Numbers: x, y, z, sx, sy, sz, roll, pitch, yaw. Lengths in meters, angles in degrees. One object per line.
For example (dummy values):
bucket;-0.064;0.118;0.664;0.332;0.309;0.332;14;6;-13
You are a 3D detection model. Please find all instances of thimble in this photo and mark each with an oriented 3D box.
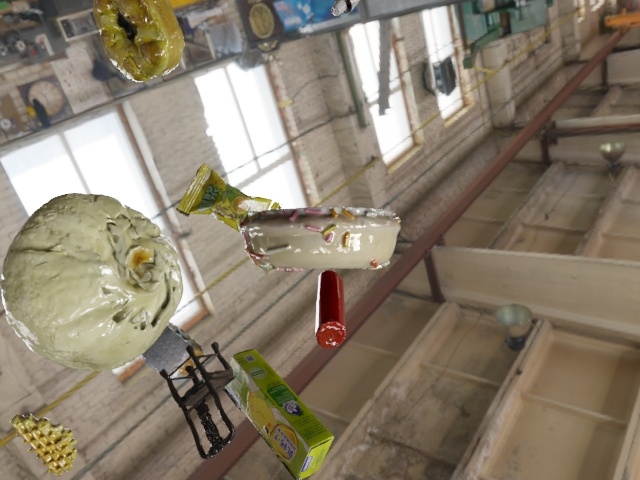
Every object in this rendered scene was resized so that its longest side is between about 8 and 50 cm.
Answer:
thimble;-0.403;0.303;1.515;0.151;0.127;0.118;36;-99;16

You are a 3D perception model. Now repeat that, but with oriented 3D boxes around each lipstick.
lipstick;0.024;0.153;1.312;0.073;0.073;0.280;-14;-161;6

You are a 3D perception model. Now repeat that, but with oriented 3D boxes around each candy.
candy;-0.274;-0.101;1.731;0.081;0.297;0.187;-32;-147;58

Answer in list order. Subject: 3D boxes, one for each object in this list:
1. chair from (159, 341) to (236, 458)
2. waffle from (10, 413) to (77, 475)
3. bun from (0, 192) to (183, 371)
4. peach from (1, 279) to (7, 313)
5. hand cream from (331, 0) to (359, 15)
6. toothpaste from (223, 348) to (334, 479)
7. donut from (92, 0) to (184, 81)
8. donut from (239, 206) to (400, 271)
chair;-0.239;0.343;1.205;0.106;0.229;0.113;-42;156;16
waffle;-0.708;0.527;1.432;0.160;0.192;0.046;12;-152;-5
bun;-0.297;0.059;0.789;0.152;0.259;0.259;-12;-156;23
peach;-0.773;0.124;1.660;0.308;0.308;0.332;-4;-116;26
hand cream;0.096;-0.646;1.370;0.084;0.050;0.257;14;-112;32
toothpaste;-0.110;0.402;1.325;0.077;0.110;0.327;-7;-144;-45
donut;-0.465;-0.542;1.425;0.208;0.261;0.128;-9;-166;34
donut;0.000;0.000;1.320;0.382;0.142;0.382;-1;178;0
